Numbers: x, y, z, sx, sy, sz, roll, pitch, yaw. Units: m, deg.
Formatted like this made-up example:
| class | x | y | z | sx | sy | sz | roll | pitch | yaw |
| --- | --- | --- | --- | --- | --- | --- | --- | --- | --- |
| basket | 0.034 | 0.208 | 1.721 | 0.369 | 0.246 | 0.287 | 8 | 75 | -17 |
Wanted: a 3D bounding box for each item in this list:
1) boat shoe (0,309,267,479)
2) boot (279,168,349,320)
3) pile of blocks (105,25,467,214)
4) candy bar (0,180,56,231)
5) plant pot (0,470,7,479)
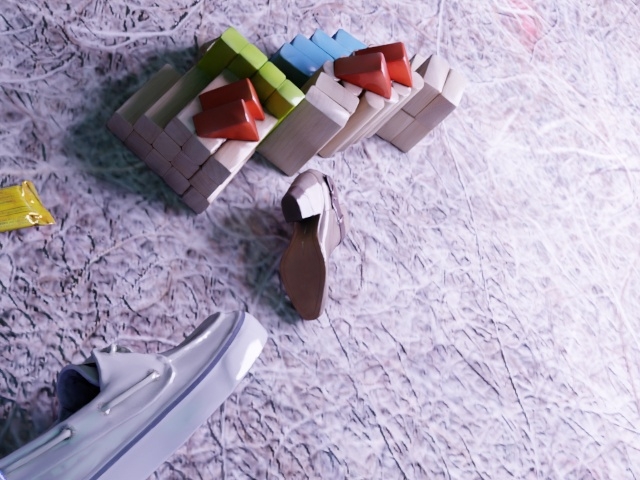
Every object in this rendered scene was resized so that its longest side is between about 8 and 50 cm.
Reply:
| class | x | y | z | sx | sy | sz | roll | pitch | yaw |
| --- | --- | --- | --- | --- | --- | --- | --- | --- | --- |
| boat shoe | -0.139 | 0.114 | 0.909 | 0.088 | 0.096 | 0.267 | 50 | 53 | -5 |
| boot | 0.000 | 0.000 | 1.121 | 0.087 | 0.042 | 0.118 | -22 | 105 | -64 |
| pile of blocks | -0.006 | -0.141 | 1.162 | 0.362 | 0.112 | 0.149 | -18 | 74 | -43 |
| candy bar | -0.261 | -0.014 | 0.950 | 0.161 | 0.018 | 0.040 | -15 | 68 | -42 |
| plant pot | -0.303 | 0.171 | 0.657 | 0.236 | 0.212 | 0.236 | 52 | 45 | 5 |
